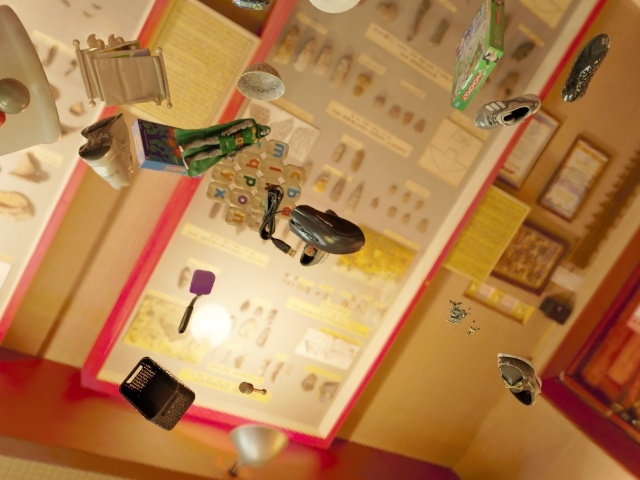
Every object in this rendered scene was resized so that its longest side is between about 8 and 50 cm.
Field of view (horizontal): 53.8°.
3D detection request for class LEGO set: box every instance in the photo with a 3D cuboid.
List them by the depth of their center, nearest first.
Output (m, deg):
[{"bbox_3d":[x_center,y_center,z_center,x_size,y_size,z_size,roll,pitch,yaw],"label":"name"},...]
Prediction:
[{"bbox_3d":[0.273,0.151,1.219,0.083,0.054,0.023,37,-151,2],"label":"LEGO set"}]

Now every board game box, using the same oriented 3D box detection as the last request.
[{"bbox_3d":[0.447,-0.545,1.791,0.046,0.213,0.317,22,-130,-8],"label":"board game box"},{"bbox_3d":[-0.471,-0.285,1.966,0.210,0.047,0.160,6,-124,-42],"label":"board game box"}]

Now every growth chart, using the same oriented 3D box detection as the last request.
[{"bbox_3d":[-0.457,-0.394,1.480,0.021,0.171,0.237,6,-166,44],"label":"growth chart"}]

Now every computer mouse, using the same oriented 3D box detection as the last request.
[{"bbox_3d":[-0.035,-0.004,1.494,0.262,0.184,0.060,27,-136,4],"label":"computer mouse"}]

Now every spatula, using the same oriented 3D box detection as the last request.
[{"bbox_3d":[-0.446,0.222,2.212,0.084,0.296,0.030,10,-144,-29],"label":"spatula"}]

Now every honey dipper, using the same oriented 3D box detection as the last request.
[{"bbox_3d":[-0.173,0.395,1.672,0.030,0.030,0.160,34,175,23],"label":"honey dipper"}]

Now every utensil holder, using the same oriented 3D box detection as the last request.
[{"bbox_3d":[-0.837,-0.321,1.407,0.386,0.327,0.328,-24,-138,-27],"label":"utensil holder"}]

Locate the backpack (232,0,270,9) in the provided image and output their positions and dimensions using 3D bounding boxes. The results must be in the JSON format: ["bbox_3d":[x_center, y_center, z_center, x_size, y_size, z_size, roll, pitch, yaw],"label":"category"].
[{"bbox_3d":[-0.168,-0.581,1.428,0.114,0.084,0.105,7,-124,-16],"label":"backpack"}]

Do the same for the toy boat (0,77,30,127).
[{"bbox_3d":[-0.666,-0.300,1.094,0.267,0.148,0.318,48,180,34],"label":"toy boat"}]

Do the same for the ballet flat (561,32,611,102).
[{"bbox_3d":[0.605,-0.392,1.433,0.049,0.173,0.057,-16,-126,-32],"label":"ballet flat"}]

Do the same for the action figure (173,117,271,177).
[{"bbox_3d":[-0.232,-0.246,1.565,0.063,0.232,0.137,52,158,46],"label":"action figure"}]

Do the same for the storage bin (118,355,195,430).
[{"bbox_3d":[-0.437,0.408,1.687,0.180,0.122,0.084,25,161,39],"label":"storage bin"}]

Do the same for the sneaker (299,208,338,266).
[{"bbox_3d":[0.000,0.000,2.340,0.100,0.271,0.108,41,-140,21],"label":"sneaker"}]

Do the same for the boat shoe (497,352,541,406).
[{"bbox_3d":[0.494,0.346,1.565,0.081,0.068,0.228,2,151,38],"label":"boat shoe"}]

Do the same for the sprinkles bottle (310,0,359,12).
[{"bbox_3d":[0.022,-0.612,1.306,0.121,0.121,0.355,25,-139,-28],"label":"sprinkles bottle"}]

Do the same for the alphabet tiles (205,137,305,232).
[{"bbox_3d":[-0.193,-0.171,1.896,0.278,0.284,0.021,13,-179,-16],"label":"alphabet tiles"}]

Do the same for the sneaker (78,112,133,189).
[{"bbox_3d":[-0.518,-0.221,1.553,0.297,0.111,0.129,-106,-7,-57],"label":"sneaker"}]

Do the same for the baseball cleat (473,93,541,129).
[{"bbox_3d":[0.472,-0.330,1.655,0.206,0.109,0.072,-18,107,52],"label":"baseball cleat"}]

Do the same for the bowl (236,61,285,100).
[{"bbox_3d":[-0.207,-0.572,2.217,0.170,0.080,0.170,2,159,1],"label":"bowl"}]
